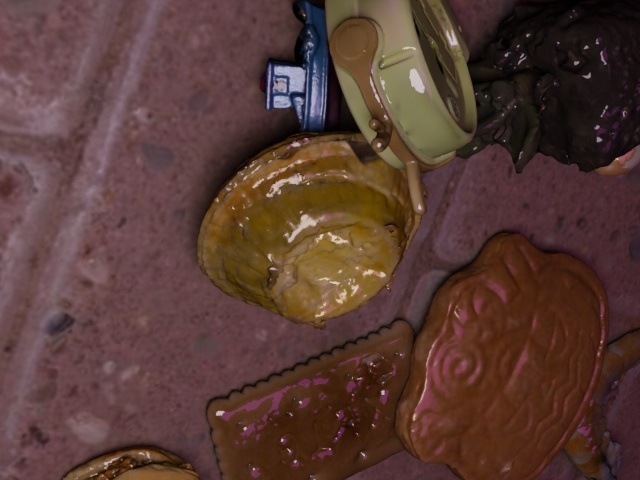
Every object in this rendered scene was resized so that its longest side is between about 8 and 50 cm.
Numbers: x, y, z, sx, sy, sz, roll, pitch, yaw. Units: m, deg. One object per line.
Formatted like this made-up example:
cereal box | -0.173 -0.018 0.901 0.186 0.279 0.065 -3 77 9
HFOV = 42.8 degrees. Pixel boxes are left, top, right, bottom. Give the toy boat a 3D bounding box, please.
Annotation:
toy boat | -0.024 -0.169 0.961 0.097 0.100 0.223 2 107 -4

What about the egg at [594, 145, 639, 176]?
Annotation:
egg | 0.449 -0.133 1.237 0.083 0.071 0.071 -49 122 -2

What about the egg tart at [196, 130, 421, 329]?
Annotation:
egg tart | 0.000 0.000 0.965 0.290 0.115 0.290 -15 135 -15

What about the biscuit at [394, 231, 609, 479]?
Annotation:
biscuit | 0.295 0.188 1.231 0.365 0.062 0.385 30 82 -31

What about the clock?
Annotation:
clock | 0.097 -0.184 0.904 0.096 0.308 0.235 -16 141 25

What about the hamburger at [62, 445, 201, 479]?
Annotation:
hamburger | -0.232 0.359 1.015 0.214 0.108 0.214 -12 116 -26

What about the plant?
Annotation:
plant | 0.304 -0.202 1.054 0.312 0.215 0.213 -14 115 -21

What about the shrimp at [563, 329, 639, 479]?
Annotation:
shrimp | 0.484 0.277 1.402 0.185 0.068 0.287 21 86 -32

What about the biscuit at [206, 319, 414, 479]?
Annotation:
biscuit | 0.009 0.257 1.144 0.325 0.044 0.217 -19 113 -22
